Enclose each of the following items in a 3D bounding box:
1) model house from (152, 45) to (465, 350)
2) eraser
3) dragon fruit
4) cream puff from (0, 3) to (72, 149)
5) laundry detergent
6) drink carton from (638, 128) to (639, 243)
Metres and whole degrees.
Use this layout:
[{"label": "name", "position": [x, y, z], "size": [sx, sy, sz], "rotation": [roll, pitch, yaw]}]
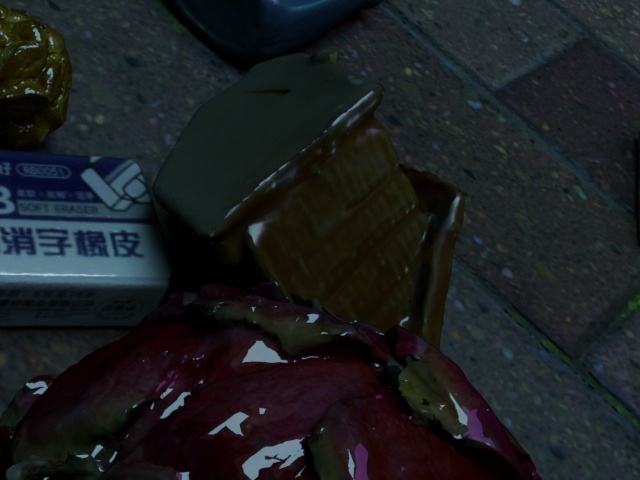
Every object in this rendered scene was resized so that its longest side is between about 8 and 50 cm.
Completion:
[{"label": "model house", "position": [-0.001, -0.001, 0.986], "size": [0.220, 0.199, 0.229], "rotation": [-35, 114, -17]}, {"label": "eraser", "position": [-0.222, -0.003, 0.918], "size": [0.210, 0.068, 0.124], "rotation": [2, 52, -31]}, {"label": "dragon fruit", "position": [-0.027, 0.180, 0.677], "size": [0.329, 0.329, 0.329], "rotation": [17, 42, -16]}, {"label": "cream puff", "position": [-0.243, -0.123, 0.996], "size": [0.116, 0.122, 0.094], "rotation": [50, 37, -29]}, {"label": "laundry detergent", "position": [-0.016, -0.267, 1.302], "size": [0.143, 0.094, 0.290], "rotation": [39, 37, 18]}, {"label": "drink carton", "position": [0.497, -0.031, 1.344], "size": [0.325, 0.132, 0.194], "rotation": [23, 41, -7]}]
